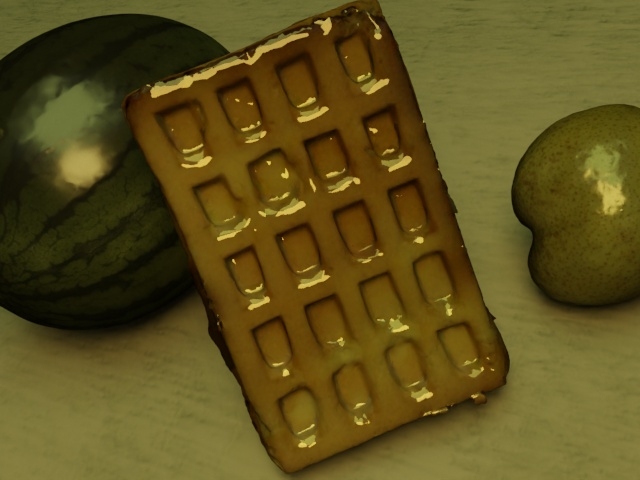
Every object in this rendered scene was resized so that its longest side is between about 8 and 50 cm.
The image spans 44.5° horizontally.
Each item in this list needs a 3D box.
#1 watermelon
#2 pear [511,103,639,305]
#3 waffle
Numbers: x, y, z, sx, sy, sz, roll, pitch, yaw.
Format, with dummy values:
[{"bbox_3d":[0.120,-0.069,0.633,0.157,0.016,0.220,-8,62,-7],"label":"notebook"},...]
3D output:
[{"bbox_3d":[-0.212,-0.062,0.764,0.279,0.279,0.359,20,53,32],"label":"watermelon"},{"bbox_3d":[0.241,-0.030,0.678,0.137,0.167,0.167,-20,35,37],"label":"pear"},{"bbox_3d":[0.000,0.000,0.623,0.224,0.327,0.098,-22,10,-1],"label":"waffle"}]
